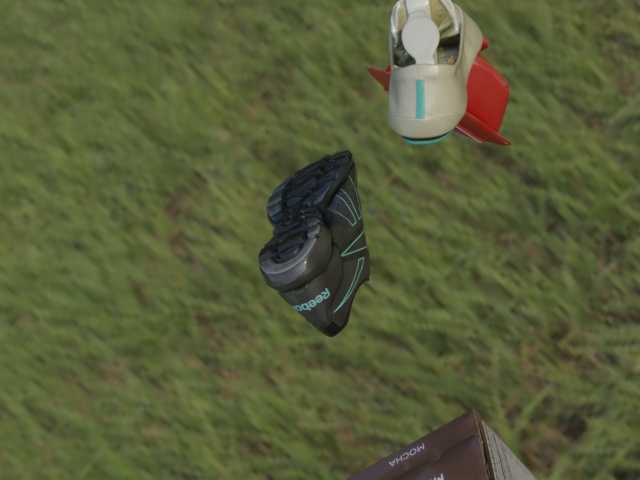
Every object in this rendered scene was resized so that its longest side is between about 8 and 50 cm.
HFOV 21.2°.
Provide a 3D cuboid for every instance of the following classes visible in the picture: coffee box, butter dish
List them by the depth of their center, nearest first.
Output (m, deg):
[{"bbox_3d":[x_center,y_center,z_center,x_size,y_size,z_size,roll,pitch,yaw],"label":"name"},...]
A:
[{"bbox_3d":[0.168,0.326,1.711,0.168,0.297,0.119,-32,34,17],"label":"coffee box"},{"bbox_3d":[0.164,-0.201,2.092,0.118,0.160,0.160,-60,33,0],"label":"butter dish"}]

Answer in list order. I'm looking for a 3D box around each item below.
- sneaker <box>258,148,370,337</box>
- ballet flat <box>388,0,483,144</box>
[{"bbox_3d":[0.000,0.000,1.786,0.101,0.106,0.267,-25,24,24],"label":"sneaker"},{"bbox_3d":[0.093,-0.168,1.463,0.086,0.086,0.248,-37,21,20],"label":"ballet flat"}]
